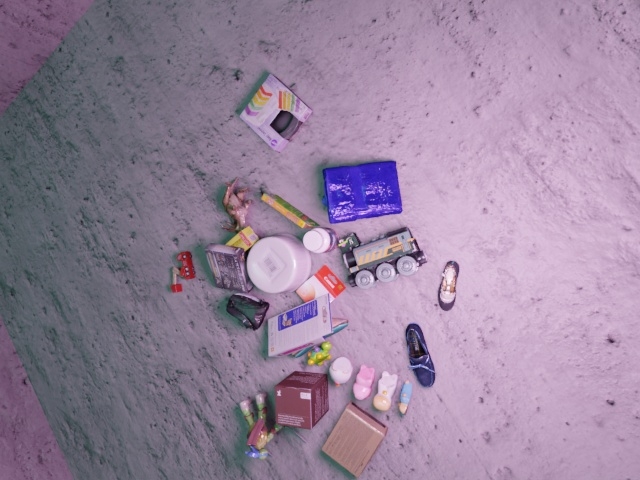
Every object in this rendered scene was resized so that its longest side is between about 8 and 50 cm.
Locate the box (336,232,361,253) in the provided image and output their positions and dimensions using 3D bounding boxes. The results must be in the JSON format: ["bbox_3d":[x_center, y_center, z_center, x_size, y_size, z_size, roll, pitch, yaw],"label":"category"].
[{"bbox_3d":[0.123,0.011,1.784,0.083,0.052,0.062,-29,81,18],"label":"box"}]

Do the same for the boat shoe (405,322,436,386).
[{"bbox_3d":[0.383,0.463,1.674,0.109,0.089,0.258,-23,83,21],"label":"boat shoe"}]

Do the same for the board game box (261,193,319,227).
[{"bbox_3d":[-0.128,-0.125,1.840,0.260,0.124,0.039,33,104,18],"label":"board game box"}]

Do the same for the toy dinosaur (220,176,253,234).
[{"bbox_3d":[-0.406,-0.149,1.960,0.200,0.127,0.295,-48,55,48],"label":"toy dinosaur"}]

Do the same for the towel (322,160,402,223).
[{"bbox_3d":[0.171,-0.197,1.678,0.309,0.076,0.227,-8,89,-7],"label":"towel"}]

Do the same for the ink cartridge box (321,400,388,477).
[{"bbox_3d":[0.145,0.839,1.779,0.193,0.088,0.234,31,102,16],"label":"ink cartridge box"}]

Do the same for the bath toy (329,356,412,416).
[{"bbox_3d":[0.197,0.605,1.738,0.349,0.151,0.128,17,133,21],"label":"bath toy"}]

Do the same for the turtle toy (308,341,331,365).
[{"bbox_3d":[0.000,0.493,1.833,0.130,0.095,0.066,-40,56,17],"label":"turtle toy"}]

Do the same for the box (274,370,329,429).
[{"bbox_3d":[-0.076,0.676,1.800,0.169,0.203,0.166,-1,92,22],"label":"box"}]

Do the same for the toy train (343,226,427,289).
[{"bbox_3d":[0.253,0.076,1.690,0.334,0.142,0.190,-21,80,18],"label":"toy train"}]

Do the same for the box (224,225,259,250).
[{"bbox_3d":[-0.381,0.027,1.934,0.232,0.058,0.087,-33,95,37],"label":"box"}]

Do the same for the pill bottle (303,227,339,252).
[{"bbox_3d":[0.000,0.000,1.763,0.108,0.180,0.107,1,92,22],"label":"pill bottle"}]

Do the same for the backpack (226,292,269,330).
[{"bbox_3d":[-0.341,0.317,1.937,0.182,0.115,0.151,22,81,8],"label":"backpack"}]

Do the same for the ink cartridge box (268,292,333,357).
[{"bbox_3d":[-0.080,0.368,1.792,0.371,0.069,0.175,-29,50,33],"label":"ink cartridge box"}]

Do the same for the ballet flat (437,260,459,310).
[{"bbox_3d":[0.496,0.179,1.633,0.074,0.074,0.202,10,95,21],"label":"ballet flat"}]

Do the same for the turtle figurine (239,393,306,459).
[{"bbox_3d":[-0.258,0.859,1.933,0.198,0.275,0.266,-47,53,39],"label":"turtle figurine"}]

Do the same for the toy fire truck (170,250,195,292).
[{"bbox_3d":[-0.701,0.159,2.115,0.136,0.047,0.191,-14,86,23],"label":"toy fire truck"}]

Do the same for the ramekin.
[{"bbox_3d":[-0.192,0.105,1.866,0.278,0.135,0.276,1,92,21],"label":"ramekin"}]

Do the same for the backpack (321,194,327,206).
[{"bbox_3d":[0.067,-0.179,1.764,0.101,0.120,0.097,27,100,19],"label":"backpack"}]

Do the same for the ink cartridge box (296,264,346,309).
[{"bbox_3d":[0.002,0.217,1.840,0.145,0.045,0.179,48,110,11],"label":"ink cartridge box"}]

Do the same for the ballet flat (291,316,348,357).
[{"bbox_3d":[-0.023,0.395,1.829,0.316,0.108,0.106,-36,65,18],"label":"ballet flat"}]

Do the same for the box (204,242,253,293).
[{"bbox_3d":[-0.421,0.130,1.942,0.183,0.056,0.230,8,126,22],"label":"box"}]

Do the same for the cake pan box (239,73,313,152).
[{"bbox_3d":[-0.199,-0.567,1.888,0.267,0.070,0.245,47,109,14],"label":"cake pan box"}]
